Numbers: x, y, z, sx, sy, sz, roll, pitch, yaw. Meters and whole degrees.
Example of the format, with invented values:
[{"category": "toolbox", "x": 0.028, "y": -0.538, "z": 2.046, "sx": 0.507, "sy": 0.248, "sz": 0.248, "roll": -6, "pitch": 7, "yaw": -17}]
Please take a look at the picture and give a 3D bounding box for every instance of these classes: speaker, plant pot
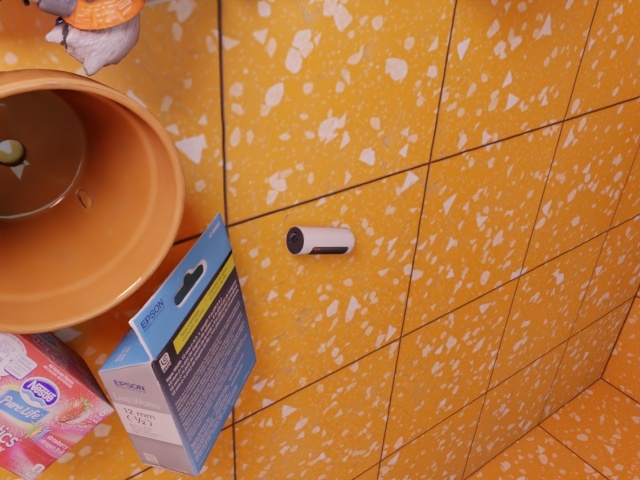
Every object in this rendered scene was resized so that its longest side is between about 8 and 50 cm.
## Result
[{"category": "speaker", "x": 0.000, "y": 0.000, "z": 1.162, "sx": 0.136, "sy": 0.055, "sz": 0.055, "roll": 1, "pitch": 117, "yaw": -43}, {"category": "plant pot", "x": -0.331, "y": -0.070, "z": 0.694, "sx": 0.291, "sy": 0.203, "sz": 0.290, "roll": -23, "pitch": 131, "yaw": -29}]

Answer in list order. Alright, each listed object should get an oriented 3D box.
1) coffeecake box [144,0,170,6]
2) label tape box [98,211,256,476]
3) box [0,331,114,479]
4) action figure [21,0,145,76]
[{"category": "coffeecake box", "x": -0.211, "y": -0.374, "z": 0.695, "sx": 0.142, "sy": 0.068, "sz": 0.185, "roll": -26, "pitch": 132, "yaw": -29}, {"category": "label tape box", "x": -0.218, "y": 0.159, "z": 0.946, "sx": 0.249, "sy": 0.115, "sz": 0.347, "roll": -63, "pitch": 152, "yaw": -47}, {"category": "box", "x": -0.438, "y": 0.173, "z": 0.809, "sx": 0.154, "sy": 0.142, "sz": 0.300, "roll": -41, "pitch": 138, "yaw": -14}, {"category": "action figure", "x": -0.282, "y": -0.300, "z": 0.540, "sx": 0.341, "sy": 0.178, "sz": 0.330, "roll": -26, "pitch": 122, "yaw": -6}]
